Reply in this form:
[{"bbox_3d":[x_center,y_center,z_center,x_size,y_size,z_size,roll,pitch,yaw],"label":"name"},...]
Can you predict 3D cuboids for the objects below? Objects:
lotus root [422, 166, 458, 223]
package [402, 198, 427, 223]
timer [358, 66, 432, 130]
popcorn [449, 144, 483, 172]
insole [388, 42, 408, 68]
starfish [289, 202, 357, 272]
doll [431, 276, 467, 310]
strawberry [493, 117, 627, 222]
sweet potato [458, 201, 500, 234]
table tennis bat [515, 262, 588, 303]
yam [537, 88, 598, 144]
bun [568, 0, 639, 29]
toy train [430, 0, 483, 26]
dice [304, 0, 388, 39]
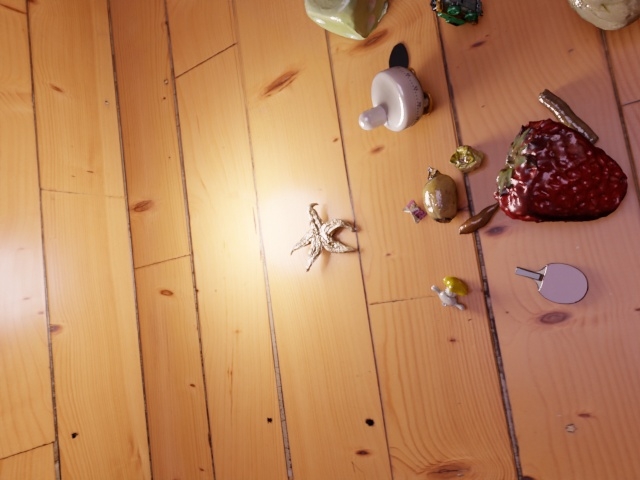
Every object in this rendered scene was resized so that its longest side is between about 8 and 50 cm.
[{"bbox_3d":[0.433,-0.170,1.703,0.125,0.118,0.221,-12,85,16],"label":"lotus root"},{"bbox_3d":[0.362,-0.110,1.799,0.083,0.029,0.059,47,106,14],"label":"package"},{"bbox_3d":[0.265,-0.517,1.743,0.233,0.240,0.234,54,160,31],"label":"timer"},{"bbox_3d":[0.520,-0.289,1.666,0.109,0.089,0.097,16,109,30],"label":"popcorn"},{"bbox_3d":[0.315,-0.656,1.857,0.086,0.005,0.253,-7,84,34],"label":"insole"},{"bbox_3d":[0.002,0.000,2.018,0.302,0.060,0.299,-46,71,18],"label":"starfish"},{"bbox_3d":[0.477,0.198,1.695,0.113,0.071,0.135,-42,72,34],"label":"doll"},{"bbox_3d":[0.739,-0.189,1.436,0.344,0.295,0.318,18,81,0],"label":"strawberry"},{"bbox_3d":[0.567,-0.078,1.648,0.195,0.056,0.056,-40,68,21],"label":"sweet potato"},{"bbox_3d":[0.754,0.131,1.536,0.220,0.019,0.130,18,99,31],"label":"table tennis bat"},{"bbox_3d":[0.793,-0.393,1.505,0.057,0.056,0.241,-44,68,25],"label":"yam"},{"bbox_3d":[0.818,-0.795,1.332,0.234,0.362,0.326,-15,40,31],"label":"bun"},{"bbox_3d":[0.474,-0.821,1.648,0.136,0.227,0.091,9,95,64],"label":"toy train"},{"bbox_3d":[0.104,-0.965,1.859,0.254,0.249,0.252,33,107,30],"label":"dice"}]
